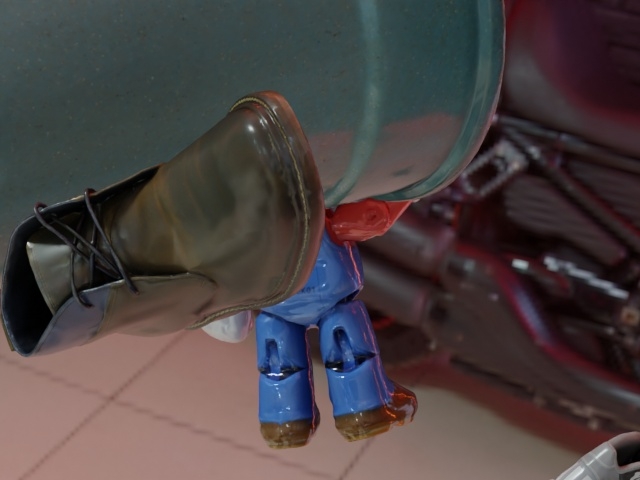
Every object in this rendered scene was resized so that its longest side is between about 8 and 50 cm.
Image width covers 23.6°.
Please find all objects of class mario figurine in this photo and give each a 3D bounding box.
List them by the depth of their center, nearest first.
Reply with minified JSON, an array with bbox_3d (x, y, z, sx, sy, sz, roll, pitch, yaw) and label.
[{"bbox_3d":[0.000,0.000,1.267,0.198,0.320,0.170,-8,2,-19],"label":"mario figurine"}]

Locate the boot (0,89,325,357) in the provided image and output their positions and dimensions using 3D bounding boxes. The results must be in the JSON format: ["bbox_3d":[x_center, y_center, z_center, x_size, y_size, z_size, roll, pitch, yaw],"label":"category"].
[{"bbox_3d":[-0.073,0.006,0.659,0.106,0.219,0.082,-19,78,-23],"label":"boot"}]

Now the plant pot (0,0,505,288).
[{"bbox_3d":[-0.121,-0.136,0.955,0.334,0.341,0.341,-21,38,-30],"label":"plant pot"}]

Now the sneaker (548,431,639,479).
[{"bbox_3d":[0.320,0.263,1.521,0.228,0.132,0.086,38,9,-44],"label":"sneaker"}]
